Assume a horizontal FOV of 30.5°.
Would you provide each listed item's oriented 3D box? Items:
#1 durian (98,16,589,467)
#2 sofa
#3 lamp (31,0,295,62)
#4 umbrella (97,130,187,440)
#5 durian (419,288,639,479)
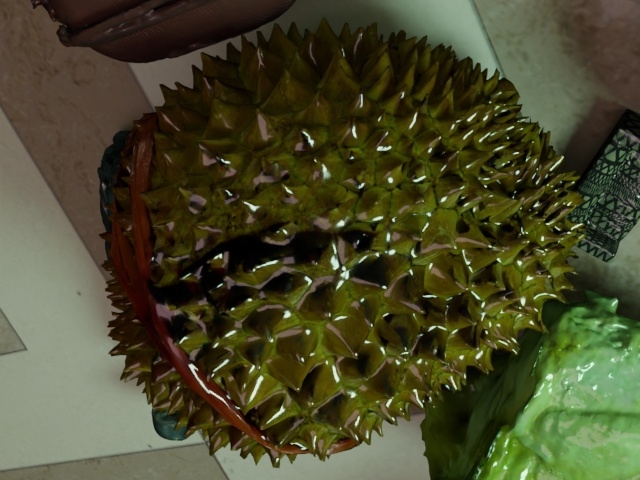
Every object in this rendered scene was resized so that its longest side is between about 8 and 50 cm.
[{"bbox_3d":[0.003,0.003,0.920,0.384,0.347,0.347,-42,102,3],"label":"durian"},{"bbox_3d":[0.243,-0.043,0.959,0.060,0.039,0.118,29,129,3],"label":"sofa"},{"bbox_3d":[-0.111,-0.228,0.900,0.258,0.180,0.180,-12,117,32],"label":"lamp"},{"bbox_3d":[-0.154,0.057,1.159,0.094,0.143,0.348,-12,124,-11],"label":"umbrella"},{"bbox_3d":[0.242,0.176,0.994,0.340,0.204,0.255,22,142,15],"label":"durian"}]
